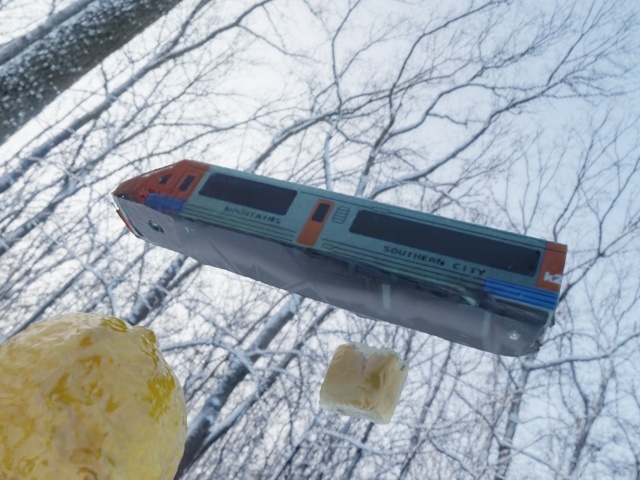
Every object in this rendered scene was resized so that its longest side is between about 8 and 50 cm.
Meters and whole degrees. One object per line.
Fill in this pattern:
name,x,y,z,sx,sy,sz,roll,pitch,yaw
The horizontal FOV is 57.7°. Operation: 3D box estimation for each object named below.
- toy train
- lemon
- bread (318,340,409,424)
toy train,0.000,0.000,0.524,0.409,0.089,0.086,15,-31,20
lemon,-0.159,0.127,0.350,0.142,0.187,0.142,15,-48,18
bread,0.061,0.204,0.852,0.125,0.106,0.082,6,-44,31
